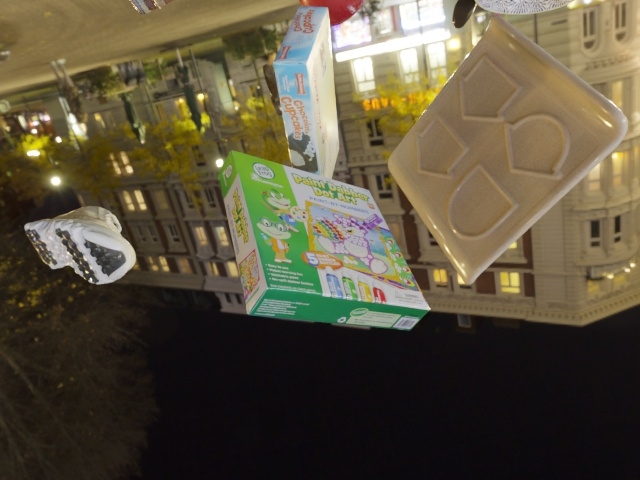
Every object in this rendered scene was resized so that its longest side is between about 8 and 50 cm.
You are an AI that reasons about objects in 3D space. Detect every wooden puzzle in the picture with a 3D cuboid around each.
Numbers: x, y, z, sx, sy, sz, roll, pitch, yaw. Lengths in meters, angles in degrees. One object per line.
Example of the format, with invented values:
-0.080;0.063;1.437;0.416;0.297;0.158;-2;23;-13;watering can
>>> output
0.289;-0.149;0.830;0.081;0.348;0.322;6;-137;-34;wooden puzzle

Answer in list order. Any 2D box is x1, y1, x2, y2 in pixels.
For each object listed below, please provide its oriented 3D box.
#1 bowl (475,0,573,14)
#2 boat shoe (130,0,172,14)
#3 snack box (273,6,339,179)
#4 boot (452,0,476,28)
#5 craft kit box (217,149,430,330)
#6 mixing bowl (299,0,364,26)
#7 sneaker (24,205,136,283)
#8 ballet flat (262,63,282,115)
0.340;-0.438;0.783;0.170;0.080;0.170;4;-175;0;bowl
-0.400;-0.692;1.126;0.116;0.324;0.123;-9;-178;3;boat shoe
-0.016;-0.238;0.914;0.060;0.322;0.187;5;-129;11;snack box
0.295;-0.438;0.886;0.037;0.106;0.114;39;-144;25;boot
0.000;0.000;0.664;0.250;0.061;0.246;11;-142;-33;craft kit box
0.008;-0.552;1.006;0.181;0.181;0.098;2;-178;36;mixing bowl
-0.375;-0.009;0.793;0.292;0.110;0.118;10;-144;42;sneaker
-0.131;-0.473;1.500;0.058;0.084;0.249;-24;-132;8;ballet flat
